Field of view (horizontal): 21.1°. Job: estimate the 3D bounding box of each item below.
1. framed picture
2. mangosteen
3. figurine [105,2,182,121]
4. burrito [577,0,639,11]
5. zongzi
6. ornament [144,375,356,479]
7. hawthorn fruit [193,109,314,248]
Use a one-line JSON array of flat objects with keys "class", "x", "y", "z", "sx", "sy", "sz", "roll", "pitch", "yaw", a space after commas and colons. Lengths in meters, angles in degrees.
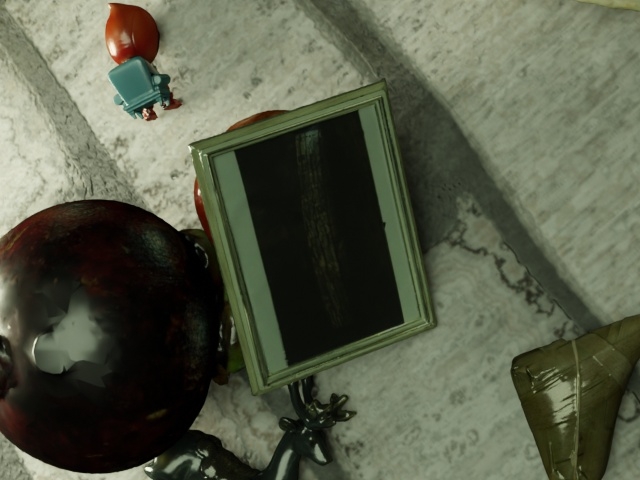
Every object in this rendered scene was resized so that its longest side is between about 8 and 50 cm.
[{"class": "framed picture", "x": 0.000, "y": 0.000, "z": 1.822, "sx": 0.231, "sy": 0.018, "sz": 0.293, "roll": -20, "pitch": 111, "yaw": -18}, {"class": "mangosteen", "x": -0.223, "y": 0.103, "z": 1.922, "sx": 0.306, "sy": 0.359, "sz": 0.306, "roll": 11, "pitch": 104, "yaw": 51}, {"class": "figurine", "x": -0.217, "y": -0.212, "z": 2.008, "sx": 0.068, "sy": 0.075, "sz": 0.140, "roll": -22, "pitch": 84, "yaw": 20}, {"class": "burrito", "x": 0.288, "y": -0.314, "z": 1.806, "sx": 0.299, "sy": 0.105, "sz": 0.143, "roll": 18, "pitch": 86, "yaw": 21}, {"class": "zongzi", "x": 0.309, "y": 0.183, "z": 1.807, "sx": 0.178, "sy": 0.081, "sz": 0.189, "roll": -20, "pitch": 88, "yaw": 9}, {"class": "ornament", "x": -0.070, "y": 0.207, "z": 1.945, "sx": 0.202, "sy": 0.080, "sz": 0.236, "roll": 31, "pitch": 102, "yaw": 16}, {"class": "hawthorn fruit", "x": -0.060, "y": -0.051, "z": 1.878, "sx": 0.179, "sy": 0.200, "sz": 0.179, "roll": 4, "pitch": 100, "yaw": 22}]
